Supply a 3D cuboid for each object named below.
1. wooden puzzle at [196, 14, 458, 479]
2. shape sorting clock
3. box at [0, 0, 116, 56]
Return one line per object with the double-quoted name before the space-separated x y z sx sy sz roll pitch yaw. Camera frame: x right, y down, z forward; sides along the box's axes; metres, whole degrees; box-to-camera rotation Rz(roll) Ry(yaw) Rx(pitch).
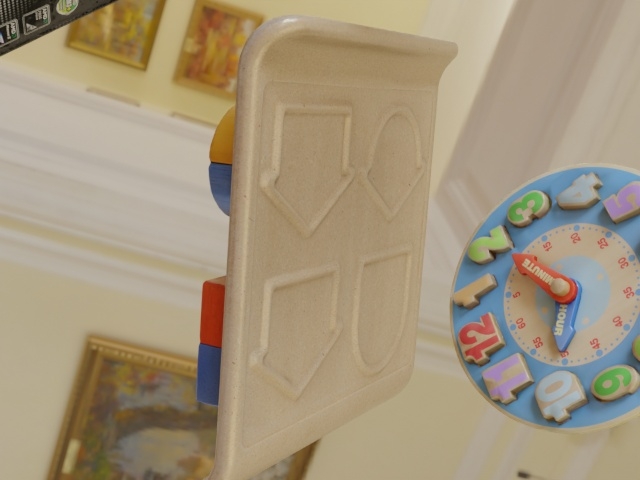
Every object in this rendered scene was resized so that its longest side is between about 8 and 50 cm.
"wooden puzzle" 0.000 0.000 0.835 0.322 0.080 0.348 -12 113 -60
"shape sorting clock" 0.185 0.039 0.755 0.206 0.040 0.206 -17 -116 37
"box" -0.174 -0.239 0.711 0.184 0.045 0.191 -32 156 -30
